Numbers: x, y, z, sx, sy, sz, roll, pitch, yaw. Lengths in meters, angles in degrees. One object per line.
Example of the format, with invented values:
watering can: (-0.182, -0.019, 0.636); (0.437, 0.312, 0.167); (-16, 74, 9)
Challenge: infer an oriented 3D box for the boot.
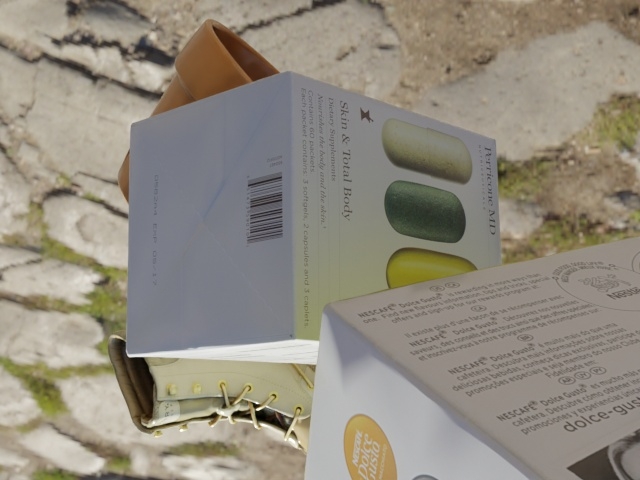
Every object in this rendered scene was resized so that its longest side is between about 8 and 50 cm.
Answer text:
boot: (-0.075, 0.165, 1.030); (0.203, 0.262, 0.095); (-8, 136, -41)

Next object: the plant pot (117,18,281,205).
plant pot: (-0.092, -0.079, 1.188); (0.203, 0.291, 0.291); (-44, 125, 10)

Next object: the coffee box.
coffee box: (0.209, 0.220, 0.611); (0.338, 0.334, 0.338); (-11, 119, -32)

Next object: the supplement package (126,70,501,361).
supplement package: (0.000, 0.000, 0.882); (0.198, 0.199, 0.262); (-10, 166, 42)
